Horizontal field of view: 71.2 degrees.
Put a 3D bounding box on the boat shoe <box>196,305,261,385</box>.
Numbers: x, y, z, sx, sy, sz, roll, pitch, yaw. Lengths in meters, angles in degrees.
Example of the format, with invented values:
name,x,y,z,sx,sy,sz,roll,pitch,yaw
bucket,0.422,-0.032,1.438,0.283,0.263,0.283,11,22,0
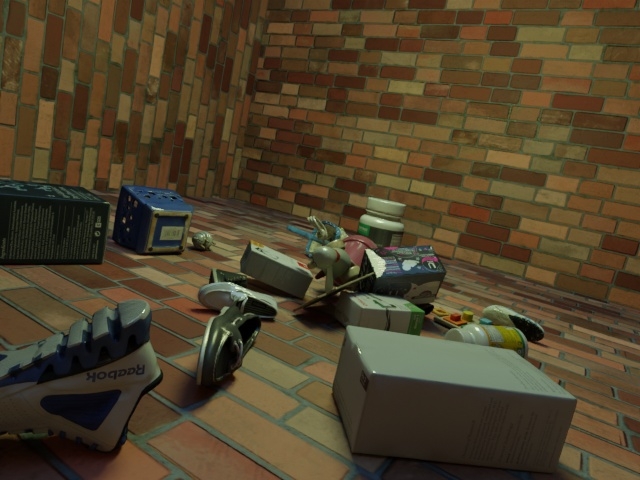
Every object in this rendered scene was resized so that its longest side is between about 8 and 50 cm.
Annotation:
name,x,y,z,sx,sy,sz,roll,pitch,yaw
boat shoe,-0.185,0.210,0.950,0.096,0.112,0.335,6,6,-4

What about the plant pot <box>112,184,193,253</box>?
name,x,y,z,sx,sy,sz,roll,pitch,yaw
plant pot,-0.641,-0.069,1.745,0.212,0.235,0.236,27,17,36

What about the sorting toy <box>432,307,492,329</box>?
name,x,y,z,sx,sy,sz,roll,pitch,yaw
sorting toy,0.521,0.287,1.558,0.196,0.047,0.348,4,11,-39

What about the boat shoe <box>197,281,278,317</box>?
name,x,y,z,sx,sy,sz,roll,pitch,yaw
boat shoe,-0.223,0.168,1.240,0.227,0.083,0.076,9,8,-20

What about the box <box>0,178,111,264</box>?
name,x,y,z,sx,sy,sz,roll,pitch,yaw
box,-0.917,-0.064,1.395,0.396,0.211,0.294,1,14,-45

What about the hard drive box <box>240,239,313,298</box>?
name,x,y,z,sx,sy,sz,roll,pitch,yaw
hard drive box,-0.158,0.098,1.564,0.232,0.089,0.181,26,6,-15

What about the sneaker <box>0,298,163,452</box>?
name,x,y,z,sx,sy,sz,roll,pitch,yaw
sneaker,-0.358,0.226,0.610,0.316,0.182,0.127,-22,18,-16

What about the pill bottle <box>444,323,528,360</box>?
name,x,y,z,sx,sy,sz,roll,pitch,yaw
pill bottle,0.450,0.290,1.225,0.209,0.117,0.118,8,10,-21

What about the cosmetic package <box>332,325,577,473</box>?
name,x,y,z,sx,sy,sz,roll,pitch,yaw
cosmetic package,0.233,0.291,0.846,0.386,0.156,0.217,9,9,-8

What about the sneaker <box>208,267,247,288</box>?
name,x,y,z,sx,sy,sz,roll,pitch,yaw
sneaker,-0.281,0.134,1.380,0.118,0.083,0.222,10,8,-15

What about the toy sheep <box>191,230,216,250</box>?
name,x,y,z,sx,sy,sz,roll,pitch,yaw
toy sheep,-0.506,0.000,1.917,0.091,0.091,0.132,14,-9,13

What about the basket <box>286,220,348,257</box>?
name,x,y,z,sx,sy,sz,roll,pitch,yaw
basket,0.000,0.000,2.173,0.289,0.200,0.255,17,5,-35

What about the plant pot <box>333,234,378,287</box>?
name,x,y,z,sx,sy,sz,roll,pitch,yaw
plant pot,0.127,0.099,1.828,0.202,0.201,0.180,15,25,18

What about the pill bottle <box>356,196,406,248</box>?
name,x,y,z,sx,sy,sz,roll,pitch,yaw
pill bottle,0.259,-0.001,2.004,0.205,0.360,0.204,11,9,-2

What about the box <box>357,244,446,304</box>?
name,x,y,z,sx,sy,sz,roll,pitch,yaw
box,0.270,0.126,1.519,0.248,0.163,0.142,-2,42,-13

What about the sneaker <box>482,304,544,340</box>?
name,x,y,z,sx,sy,sz,roll,pitch,yaw
sneaker,0.707,0.292,1.626,0.086,0.085,0.237,-13,21,-31

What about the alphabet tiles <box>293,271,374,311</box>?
name,x,y,z,sx,sy,sz,roll,pitch,yaw
alphabet tiles,0.031,0.165,1.385,0.237,0.009,0.198,-15,-14,-48

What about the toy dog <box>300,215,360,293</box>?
name,x,y,z,sx,sy,sz,roll,pitch,yaw
toy dog,0.012,0.082,1.531,0.334,0.161,0.220,39,20,-53

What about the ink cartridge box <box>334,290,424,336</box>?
name,x,y,z,sx,sy,sz,roll,pitch,yaw
ink cartridge box,0.176,0.225,1.361,0.220,0.092,0.160,8,9,-24

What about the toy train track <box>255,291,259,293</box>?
name,x,y,z,sx,sy,sz,roll,pitch,yaw
toy train track,-0.192,0.185,1.403,0.048,0.014,0.083,15,12,-24

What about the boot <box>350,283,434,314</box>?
name,x,y,z,sx,sy,sz,roll,pitch,yaw
boot,0.253,0.207,1.590,0.249,0.090,0.207,-3,21,-32
